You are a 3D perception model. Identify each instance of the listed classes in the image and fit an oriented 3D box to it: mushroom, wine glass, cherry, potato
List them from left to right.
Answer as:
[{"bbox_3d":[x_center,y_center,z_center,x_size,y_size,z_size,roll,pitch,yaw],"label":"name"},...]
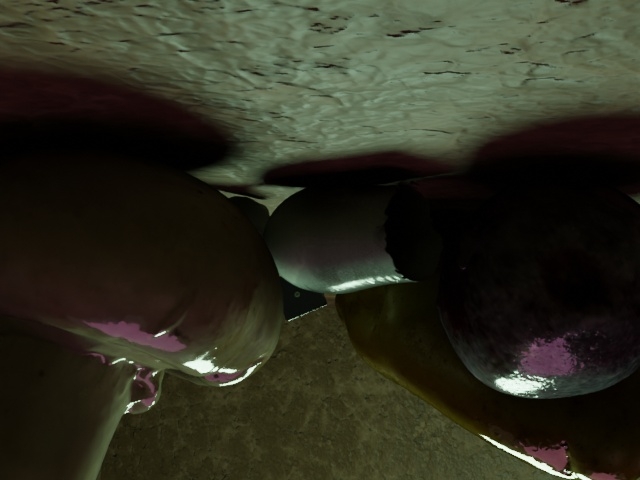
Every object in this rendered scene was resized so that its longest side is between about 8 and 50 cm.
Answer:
[{"bbox_3d":[-0.176,0.081,0.698,0.293,0.290,0.292,12,166,3],"label":"mushroom"},{"bbox_3d":[0.000,0.000,0.796,0.222,0.103,0.103,-3,172,44],"label":"wine glass"},{"bbox_3d":[0.168,0.096,0.881,0.369,0.176,0.195,36,-168,33],"label":"potato"},{"bbox_3d":[0.188,0.036,0.711,0.195,0.195,0.195,2,173,0],"label":"cherry"}]

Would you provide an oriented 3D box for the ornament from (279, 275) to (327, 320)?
[{"bbox_3d":[-0.035,0.093,1.679,0.081,0.088,0.203,-21,-178,2],"label":"ornament"}]
